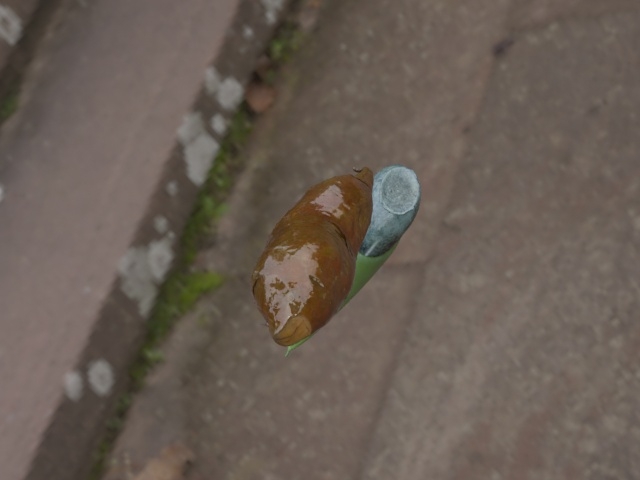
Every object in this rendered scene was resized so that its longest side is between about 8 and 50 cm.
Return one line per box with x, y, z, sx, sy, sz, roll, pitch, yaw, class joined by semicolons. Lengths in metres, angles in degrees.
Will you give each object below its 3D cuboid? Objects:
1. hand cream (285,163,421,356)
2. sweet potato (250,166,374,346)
0.021;0.010;1.191;0.175;0.046;0.095;-50;12;50;hand cream
0.000;0.000;0.873;0.056;0.056;0.195;-20;22;26;sweet potato
